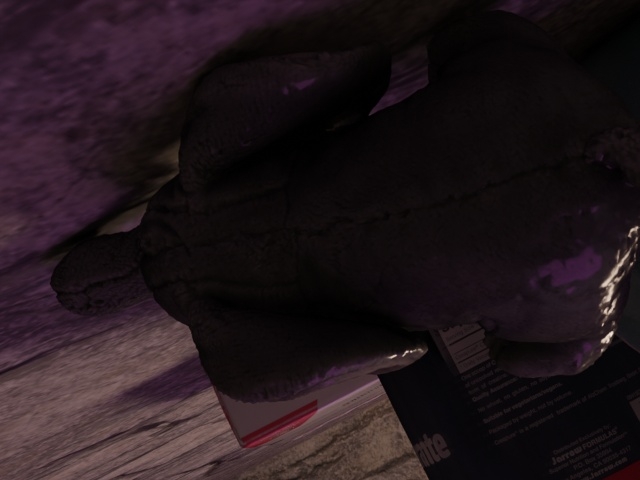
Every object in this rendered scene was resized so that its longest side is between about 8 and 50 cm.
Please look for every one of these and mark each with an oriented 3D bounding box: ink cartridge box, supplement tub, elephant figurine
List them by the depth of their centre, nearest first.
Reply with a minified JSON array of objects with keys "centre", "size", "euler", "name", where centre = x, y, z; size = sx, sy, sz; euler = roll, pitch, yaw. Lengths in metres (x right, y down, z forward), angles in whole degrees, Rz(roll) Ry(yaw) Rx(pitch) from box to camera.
[{"centre":[0.000,0.000,0.494],"size":[0.239,0.169,0.186],"euler":[-9,137,-8],"name":"elephant figurine"},{"centre":[0.143,0.091,0.879],"size":[0.191,0.272,0.191],"euler":[-25,169,-5],"name":"supplement tub"},{"centre":[-0.007,0.134,1.206],"size":[0.158,0.092,0.218],"euler":[-27,167,3],"name":"ink cartridge box"}]

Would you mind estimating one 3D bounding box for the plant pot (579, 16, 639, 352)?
[{"centre":[0.260,-0.037,0.654],"size":[0.293,0.293,0.196],"euler":[-7,131,-60],"name":"plant pot"}]
